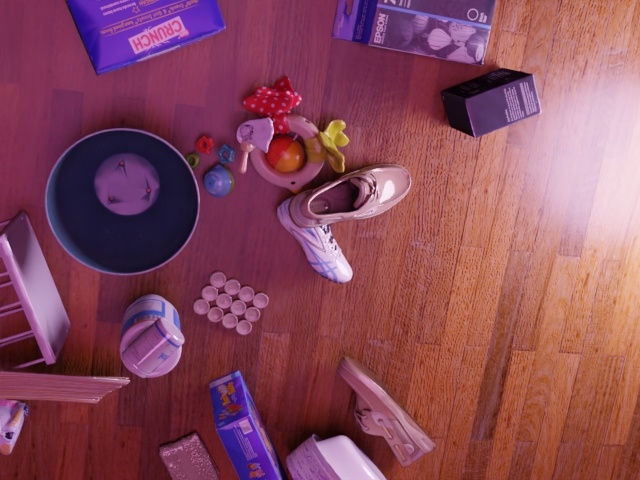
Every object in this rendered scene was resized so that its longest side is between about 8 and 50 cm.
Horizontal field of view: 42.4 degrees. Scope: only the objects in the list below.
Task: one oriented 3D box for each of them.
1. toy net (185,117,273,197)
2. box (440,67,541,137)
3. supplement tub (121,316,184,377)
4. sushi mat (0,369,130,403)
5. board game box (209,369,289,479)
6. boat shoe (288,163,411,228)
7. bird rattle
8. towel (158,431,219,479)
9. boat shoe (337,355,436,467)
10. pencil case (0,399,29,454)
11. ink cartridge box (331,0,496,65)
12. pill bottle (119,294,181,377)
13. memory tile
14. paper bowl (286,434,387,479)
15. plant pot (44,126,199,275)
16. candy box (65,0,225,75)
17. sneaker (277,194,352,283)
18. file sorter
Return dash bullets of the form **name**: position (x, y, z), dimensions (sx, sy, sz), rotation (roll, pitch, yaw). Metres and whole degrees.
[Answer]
- **toy net**: position (-0.182, -0.192, 1.729), dimensions (0.232, 0.045, 0.122), rotation (-38, 81, 27)
- **box**: position (0.366, -0.300, 1.784), dimensions (0.158, 0.156, 0.093), rotation (-20, 109, -5)
- **supplement tub**: position (-0.324, 0.207, 1.600), dimensions (0.107, 0.071, 0.071), rotation (-43, 108, 3)
- **sushi mat**: position (-0.573, 0.309, 1.727), dimensions (0.317, 0.019, 0.151), rotation (14, 143, -43)
- **board game box**: position (-0.143, 0.498, 1.864), dimensions (0.078, 0.233, 0.347), rotation (-23, 108, -4)
- **boat shoe**: position (0.081, -0.099, 1.777), dimensions (0.303, 0.098, 0.109), rotation (-17, 91, -25)
- **bird rattle**: position (-0.067, -0.209, 1.747), dimensions (0.254, 0.143, 0.207), rotation (29, 114, -14)
- **towel**: position (-0.309, 0.531, 1.950), dimensions (0.110, 0.027, 0.148), rotation (-23, 108, -5)
- **boat shoe**: position (0.139, 0.415, 1.955), dimensions (0.110, 0.121, 0.341), rotation (-41, 110, 1)
- **pencil case**: position (-0.776, 0.376, 1.767), dimensions (0.273, 0.124, 0.113), rotation (19, 101, -14)
- **ink cartridge box**: position (0.201, -0.480, 1.753), dimensions (0.333, 0.065, 0.165), rotation (6, 104, -12)
- **pill bottle**: position (-0.358, 0.192, 1.744), dimensions (0.124, 0.221, 0.124), rotation (-3, 105, -10)
- **memory tile**: position (-0.204, 0.144, 1.872), dimensions (0.148, 0.012, 0.113), rotation (28, 98, -17)
- **paper bowl**: position (0.062, 0.564, 1.896), dimensions (0.148, 0.284, 0.284), rotation (-42, 108, -2)
- **plant pot**: position (-0.395, -0.095, 1.672), dimensions (0.291, 0.195, 0.290), rotation (-3, 105, -10)
- **candy box**: position (-0.365, -0.510, 1.586), dimensions (0.268, 0.122, 0.317), rotation (-21, 102, -8)
- **sneaker**: position (0.000, 0.000, 1.827), dimensions (0.086, 0.085, 0.237), rotation (-29, 110, 31)
- **file sorter**: position (-0.654, 0.113, 1.685), dimensions (0.173, 0.193, 0.277), rotation (-16, 108, -3)
